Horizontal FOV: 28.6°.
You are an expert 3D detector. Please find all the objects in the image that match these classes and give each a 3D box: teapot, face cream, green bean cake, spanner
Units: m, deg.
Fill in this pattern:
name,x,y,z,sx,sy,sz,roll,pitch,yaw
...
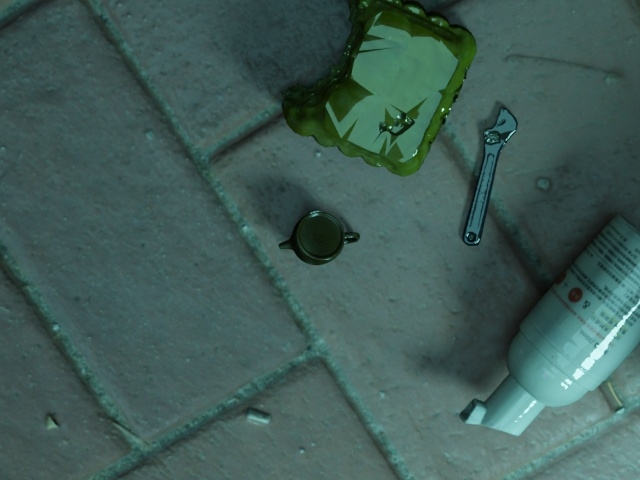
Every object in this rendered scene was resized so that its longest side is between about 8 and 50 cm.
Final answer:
name,x,y,z,sx,sy,sz,roll,pitch,yaw
teapot,0.000,0.000,1.836,0.121,0.068,0.076,-6,78,-15
face cream,0.356,0.145,1.789,0.145,0.145,0.369,39,102,-2
green bean cake,0.080,-0.229,1.757,0.233,0.124,0.236,25,101,1
spanner,0.244,-0.091,1.823,0.046,0.012,0.208,13,101,2
